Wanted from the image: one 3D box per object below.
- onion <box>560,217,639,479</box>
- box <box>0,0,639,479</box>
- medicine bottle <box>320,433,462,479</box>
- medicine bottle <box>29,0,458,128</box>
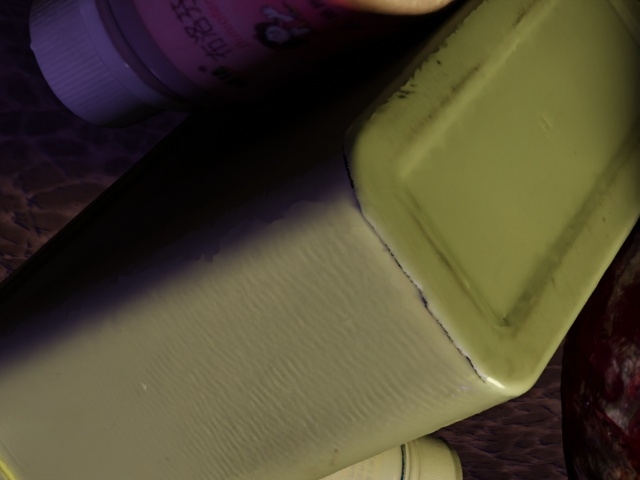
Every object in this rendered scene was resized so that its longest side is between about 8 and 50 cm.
[{"bbox_3d":[0.292,0.048,1.010,0.337,0.282,0.260,-22,130,-19],"label":"onion"},{"bbox_3d":[0.000,0.000,1.008,0.344,0.352,0.177,-28,103,39],"label":"box"},{"bbox_3d":[-0.004,0.211,1.622,0.258,0.143,0.143,21,147,-29],"label":"medicine bottle"},{"bbox_3d":[-0.043,-0.147,0.950,0.247,0.147,0.147,-23,143,37],"label":"medicine bottle"}]
